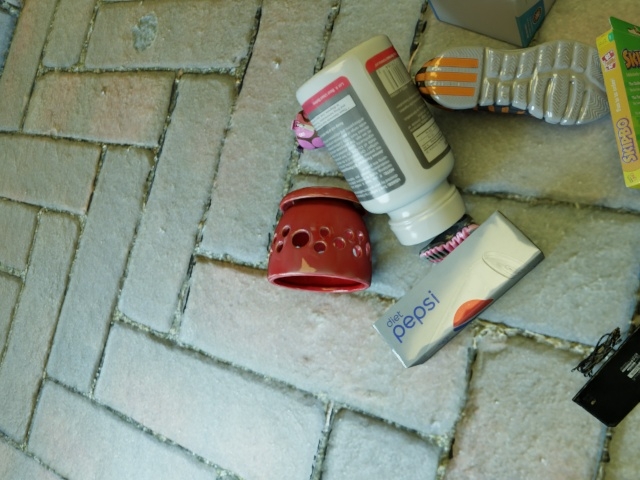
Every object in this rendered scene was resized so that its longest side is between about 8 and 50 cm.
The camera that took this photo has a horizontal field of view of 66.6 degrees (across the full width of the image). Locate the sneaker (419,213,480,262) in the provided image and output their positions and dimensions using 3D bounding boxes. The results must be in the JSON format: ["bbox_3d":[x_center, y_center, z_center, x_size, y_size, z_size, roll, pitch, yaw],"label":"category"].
[{"bbox_3d":[0.227,-0.006,0.871,0.119,0.047,0.057,-32,48,19],"label":"sneaker"}]

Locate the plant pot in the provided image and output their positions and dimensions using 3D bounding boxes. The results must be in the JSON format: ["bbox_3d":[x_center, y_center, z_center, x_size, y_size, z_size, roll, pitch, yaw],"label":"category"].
[{"bbox_3d":[0.000,0.000,0.905,0.191,0.191,0.174,-6,74,28],"label":"plant pot"}]

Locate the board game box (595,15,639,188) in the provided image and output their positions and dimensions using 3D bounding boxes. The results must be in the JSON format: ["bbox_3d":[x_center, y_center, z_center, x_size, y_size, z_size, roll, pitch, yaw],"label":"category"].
[{"bbox_3d":[0.478,-0.200,0.720,0.039,0.124,0.259,-22,68,62],"label":"board game box"}]

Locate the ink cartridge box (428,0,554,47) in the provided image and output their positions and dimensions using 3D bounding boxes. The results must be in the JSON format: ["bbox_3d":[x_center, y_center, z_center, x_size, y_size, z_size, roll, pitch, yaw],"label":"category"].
[{"bbox_3d":[0.320,-0.518,0.818,0.197,0.198,0.270,35,97,30],"label":"ink cartridge box"}]

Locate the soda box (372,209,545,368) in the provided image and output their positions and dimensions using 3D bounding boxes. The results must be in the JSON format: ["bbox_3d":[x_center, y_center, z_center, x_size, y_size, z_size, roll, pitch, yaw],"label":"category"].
[{"bbox_3d":[0.230,0.087,0.818,0.286,0.091,0.098,-45,64,15],"label":"soda box"}]

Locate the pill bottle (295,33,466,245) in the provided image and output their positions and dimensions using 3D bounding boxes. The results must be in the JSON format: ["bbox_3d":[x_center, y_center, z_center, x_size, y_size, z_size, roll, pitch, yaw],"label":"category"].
[{"bbox_3d":[0.112,-0.157,0.817,0.176,0.176,0.318,-28,102,22],"label":"pill bottle"}]

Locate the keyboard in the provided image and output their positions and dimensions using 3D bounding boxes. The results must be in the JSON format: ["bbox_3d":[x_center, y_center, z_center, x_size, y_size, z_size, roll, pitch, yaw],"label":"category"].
[{"bbox_3d":[0.451,0.176,0.723,0.100,0.038,0.192,38,99,5],"label":"keyboard"}]

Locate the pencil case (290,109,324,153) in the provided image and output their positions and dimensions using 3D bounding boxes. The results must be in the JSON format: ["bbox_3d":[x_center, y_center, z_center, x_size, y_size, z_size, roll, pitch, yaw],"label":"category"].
[{"bbox_3d":[0.050,-0.227,0.971,0.209,0.098,0.095,0,81,28],"label":"pencil case"}]

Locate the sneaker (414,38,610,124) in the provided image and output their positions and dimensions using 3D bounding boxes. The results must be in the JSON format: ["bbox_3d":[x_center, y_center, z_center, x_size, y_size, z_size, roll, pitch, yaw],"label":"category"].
[{"bbox_3d":[0.317,-0.270,0.821,0.321,0.180,0.124,7,106,-3],"label":"sneaker"}]
